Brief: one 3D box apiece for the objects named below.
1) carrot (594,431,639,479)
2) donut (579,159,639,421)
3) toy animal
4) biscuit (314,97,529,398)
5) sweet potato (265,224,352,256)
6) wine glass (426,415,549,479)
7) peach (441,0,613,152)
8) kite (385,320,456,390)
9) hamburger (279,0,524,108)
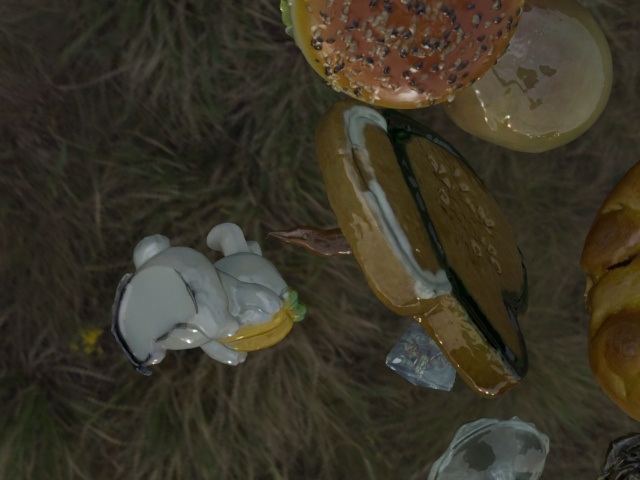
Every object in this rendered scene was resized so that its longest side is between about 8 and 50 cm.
[{"bbox_3d":[0.378,0.374,1.172,0.214,0.193,0.331,6,62,-38],"label":"carrot"},{"bbox_3d":[0.355,0.037,0.845,0.150,0.317,0.299,22,139,-28],"label":"donut"},{"bbox_3d":[-0.161,0.087,1.603,0.310,0.247,0.182,-13,134,-58],"label":"toy animal"},{"bbox_3d":[0.123,0.007,1.004,0.057,0.287,0.344,-29,156,25],"label":"biscuit"},{"bbox_3d":[0.000,0.000,1.810,0.195,0.056,0.056,7,105,-19],"label":"sweet potato"},{"bbox_3d":[0.187,0.253,0.850,0.156,0.232,0.156,-10,121,-17],"label":"wine glass"},{"bbox_3d":[0.300,-0.276,1.594,0.247,0.292,0.292,-21,127,30],"label":"peach"},{"bbox_3d":[0.231,0.170,2.071,0.141,0.015,0.245,23,79,11],"label":"kite"},{"bbox_3d":[0.094,-0.295,1.225,0.300,0.176,0.300,-2,118,-4],"label":"hamburger"}]
